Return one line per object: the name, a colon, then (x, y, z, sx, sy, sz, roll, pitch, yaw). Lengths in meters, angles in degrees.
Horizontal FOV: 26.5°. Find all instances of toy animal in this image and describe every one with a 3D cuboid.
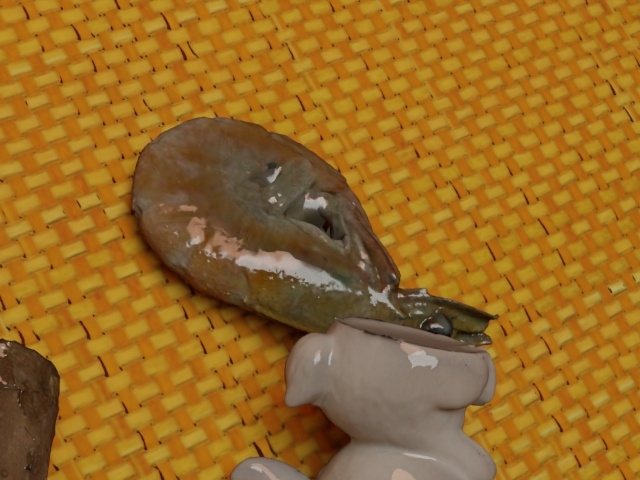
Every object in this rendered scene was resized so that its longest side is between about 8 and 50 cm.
toy animal: (0.036, 0.150, 0.983, 0.178, 0.127, 0.193, 20, 90, -21)

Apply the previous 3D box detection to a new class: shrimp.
shrimp: (0.000, 0.000, 1.088, 0.317, 0.077, 0.168, 25, 58, -7)

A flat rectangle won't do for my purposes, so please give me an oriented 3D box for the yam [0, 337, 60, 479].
yam: (-0.248, 0.185, 0.872, 0.128, 0.129, 0.238, 0, 65, 12)
